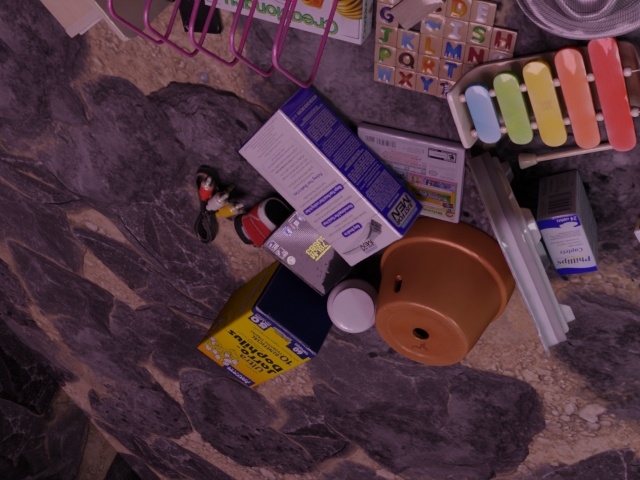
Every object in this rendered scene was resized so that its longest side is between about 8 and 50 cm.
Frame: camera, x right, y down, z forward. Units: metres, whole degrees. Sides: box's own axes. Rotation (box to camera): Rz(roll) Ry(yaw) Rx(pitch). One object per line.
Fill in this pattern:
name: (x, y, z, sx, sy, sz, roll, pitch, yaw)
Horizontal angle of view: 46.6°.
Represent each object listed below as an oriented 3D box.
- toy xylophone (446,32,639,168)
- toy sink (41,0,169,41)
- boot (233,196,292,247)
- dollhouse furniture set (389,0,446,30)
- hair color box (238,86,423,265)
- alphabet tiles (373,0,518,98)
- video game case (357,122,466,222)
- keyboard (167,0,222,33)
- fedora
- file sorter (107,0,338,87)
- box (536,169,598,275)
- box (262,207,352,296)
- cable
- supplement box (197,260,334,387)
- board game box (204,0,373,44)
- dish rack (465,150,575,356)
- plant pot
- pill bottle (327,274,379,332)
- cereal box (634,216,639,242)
toy xylophone: (0.378, -0.207, 1.185, 0.322, 0.081, 0.236, -11, 127, 37)
toy sink: (-0.424, -0.475, 1.371, 0.131, 0.153, 0.234, -15, 125, 43)
boot: (-0.091, 0.014, 1.762, 0.244, 0.088, 0.176, 47, 144, -15)
dollhouse furniture set: (0.152, -0.415, 1.024, 0.129, 0.184, 0.129, 44, 140, -18)
hair color box: (0.019, -0.123, 1.479, 0.339, 0.110, 0.185, 47, 143, -8)
alphabet tiles: (0.203, -0.322, 1.240, 0.237, 0.009, 0.198, 18, 141, 17)
video game case: (0.177, -0.132, 1.462, 0.212, 0.023, 0.193, 15, 140, 19)
keyboard: (-0.245, -0.466, 1.368, 0.108, 0.023, 0.180, 9, 137, 16)
fedora: (0.342, -0.377, 0.939, 0.243, 0.124, 0.276, 6, 120, 24)
file sorter: (-0.140, -0.364, 1.121, 0.290, 0.182, 0.202, 19, -177, 15)
box: (0.437, -0.030, 1.311, 0.072, 0.126, 0.137, -13, 126, 29)
box: (0.000, 0.000, 1.638, 0.184, 0.045, 0.191, 41, 109, -10)
cable: (-0.280, -0.075, 1.791, 0.139, 0.072, 0.287, 41, 142, -5)
supplement box: (-0.131, 0.214, 1.917, 0.194, 0.195, 0.356, 39, 142, -11)
board game box: (-0.059, -0.453, 1.230, 0.305, 0.053, 0.193, 18, 142, 16)
dish rack: (0.361, 0.011, 1.325, 0.072, 0.286, 0.333, -23, 123, 15)
plant pot: (0.242, 0.123, 1.558, 0.290, 0.204, 0.291, 18, 140, 16)
pill bottle: (0.077, 0.143, 1.674, 0.121, 0.121, 0.216, 28, -177, 3)
cereal box: (0.685, 0.009, 1.260, 0.240, 0.047, 0.173, -13, 125, 43)
